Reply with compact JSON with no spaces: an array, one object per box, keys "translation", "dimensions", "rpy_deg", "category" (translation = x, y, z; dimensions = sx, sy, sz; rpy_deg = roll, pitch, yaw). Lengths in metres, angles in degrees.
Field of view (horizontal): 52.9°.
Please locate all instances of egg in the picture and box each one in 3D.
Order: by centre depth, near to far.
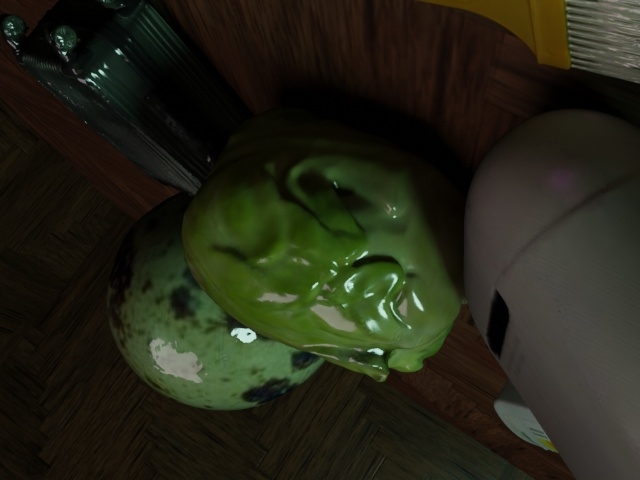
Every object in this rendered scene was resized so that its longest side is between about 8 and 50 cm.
[{"translation":[-0.125,0.082,1.005],"dimensions":[0.345,0.345,0.428],"rpy_deg":[29,-168,25],"category":"egg"}]

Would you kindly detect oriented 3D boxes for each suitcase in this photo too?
[{"translation":[-0.223,-0.184,0.806],"dimensions":[0.202,0.128,0.312],"rpy_deg":[23,163,42],"category":"suitcase"}]

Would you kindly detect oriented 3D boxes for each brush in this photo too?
[{"translation":[0.075,-0.162,0.401],"dimensions":[0.272,0.013,0.103],"rpy_deg":[27,165,33],"category":"brush"}]

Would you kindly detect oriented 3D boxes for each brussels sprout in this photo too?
[{"translation":[0.000,0.000,0.688],"dimensions":[0.328,0.247,0.328],"rpy_deg":[17,168,4],"category":"brussels sprout"}]

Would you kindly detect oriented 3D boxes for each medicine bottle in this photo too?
[{"translation":[0.401,0.284,0.991],"dimensions":[0.161,0.111,0.296],"rpy_deg":[36,166,-8],"category":"medicine bottle"}]

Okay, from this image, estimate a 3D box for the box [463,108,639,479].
[{"translation":[0.224,0.094,0.442],"dimensions":[0.349,0.141,0.288],"rpy_deg":[61,180,26],"category":"box"}]
